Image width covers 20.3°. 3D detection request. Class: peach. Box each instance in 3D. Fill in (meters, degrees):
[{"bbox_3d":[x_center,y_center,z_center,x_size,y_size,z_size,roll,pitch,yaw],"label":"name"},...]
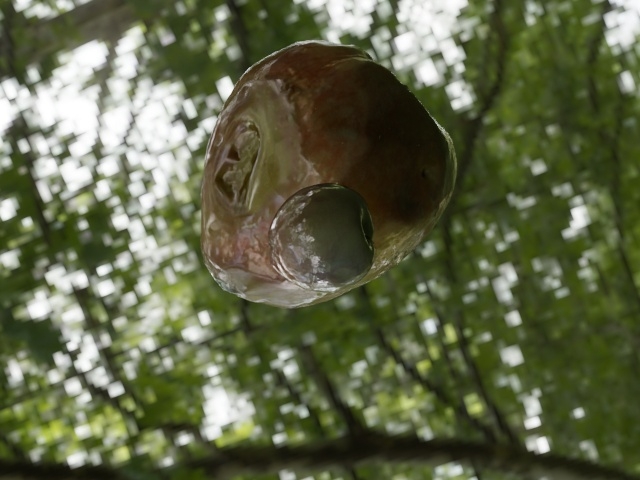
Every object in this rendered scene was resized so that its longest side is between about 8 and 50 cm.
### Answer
[{"bbox_3d":[0.001,-0.002,1.318,0.083,0.083,0.083,52,-154,-38],"label":"peach"},{"bbox_3d":[-0.002,-0.045,1.529,0.214,0.235,0.214,36,-178,-1],"label":"peach"}]
